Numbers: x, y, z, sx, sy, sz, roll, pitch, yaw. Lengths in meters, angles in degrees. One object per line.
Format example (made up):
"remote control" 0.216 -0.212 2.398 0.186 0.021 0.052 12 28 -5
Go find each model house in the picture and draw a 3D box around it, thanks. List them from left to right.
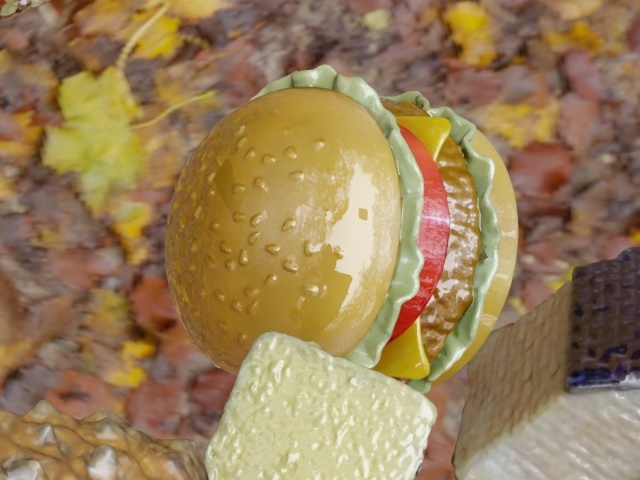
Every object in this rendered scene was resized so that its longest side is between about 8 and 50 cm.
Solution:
"model house" 0.325 0.166 1.700 0.298 0.284 0.243 33 41 -14

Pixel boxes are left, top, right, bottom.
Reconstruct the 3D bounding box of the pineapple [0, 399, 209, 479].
"pineapple" -0.203 0.121 0.712 0.340 0.169 0.169 16 85 -35

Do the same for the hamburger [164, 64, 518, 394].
"hamburger" 0.000 0.000 1.439 0.212 0.274 0.274 9 87 -43

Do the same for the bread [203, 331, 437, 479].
"bread" -0.029 0.201 1.223 0.142 0.178 0.266 22 86 -13

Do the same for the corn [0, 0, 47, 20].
"corn" -0.191 -0.200 1.237 0.280 0.092 0.092 -20 96 -12
